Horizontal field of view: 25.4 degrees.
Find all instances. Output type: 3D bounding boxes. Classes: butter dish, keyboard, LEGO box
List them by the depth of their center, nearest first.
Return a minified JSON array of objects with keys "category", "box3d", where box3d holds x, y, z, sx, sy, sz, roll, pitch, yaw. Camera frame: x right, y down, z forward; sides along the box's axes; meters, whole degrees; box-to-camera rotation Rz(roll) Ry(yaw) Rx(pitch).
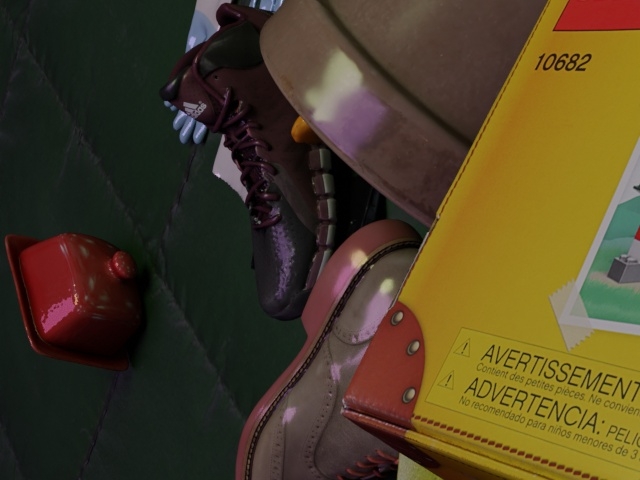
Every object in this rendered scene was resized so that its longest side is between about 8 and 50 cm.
[{"category":"LEGO box","box3d":[0.288,-0.006,0.569,0.500,0.193,0.372,12,70,56]},{"category":"keyboard","box3d":[0.000,0.000,1.299,0.192,0.038,0.100,-14,56,57]},{"category":"butter dish","box3d":[-0.256,0.051,1.602,0.118,0.160,0.160,-33,61,26]}]

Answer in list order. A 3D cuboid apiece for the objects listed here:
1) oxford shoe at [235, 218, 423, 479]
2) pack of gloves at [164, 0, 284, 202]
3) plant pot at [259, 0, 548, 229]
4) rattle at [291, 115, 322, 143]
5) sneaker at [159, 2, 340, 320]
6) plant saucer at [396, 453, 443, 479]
[{"category":"oxford shoe","box3d":[0.025,0.160,1.176,0.130,0.123,0.348,45,128,40]},{"category":"pack of gloves","box3d":[-0.104,-0.180,1.431,0.195,0.046,0.232,44,126,48]},{"category":"plant pot","box3d":[0.126,-0.145,0.928,0.229,0.263,0.263,-52,47,22]},{"category":"rattle","box3d":[0.015,-0.178,1.172,0.130,0.143,0.199,148,111,-73]},{"category":"sneaker","box3d":[-0.071,-0.076,1.238,0.106,0.162,0.281,-18,65,54]},{"category":"plant saucer","box3d":[0.080,0.195,1.017,0.188,0.045,0.188,79,-164,-58]}]
